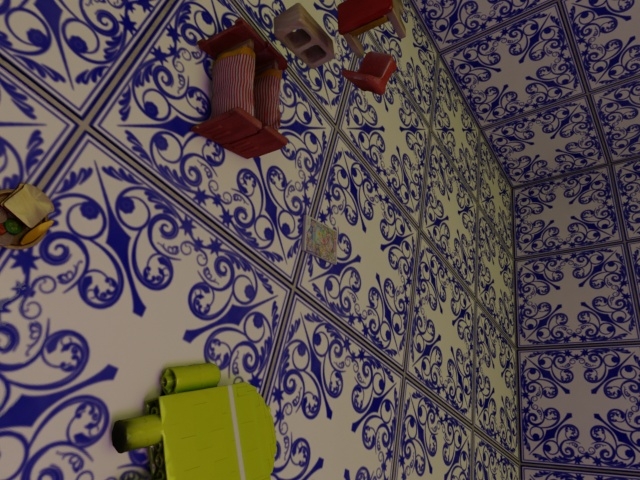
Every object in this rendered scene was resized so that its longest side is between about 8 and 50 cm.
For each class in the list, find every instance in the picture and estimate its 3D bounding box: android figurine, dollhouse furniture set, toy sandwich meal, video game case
[{"bbox_3d":[-0.168,0.307,0.687,0.273,0.056,0.247,7,63,-50],"label":"android figurine"},{"bbox_3d":[-0.043,-0.309,0.821,0.152,0.375,0.201,23,59,-53],"label":"dollhouse furniture set"},{"bbox_3d":[-0.373,-0.030,0.571,0.086,0.029,0.085,22,62,-48],"label":"toy sandwich meal"},{"bbox_3d":[0.000,0.000,1.080,0.122,0.011,0.087,27,59,-46],"label":"video game case"}]
